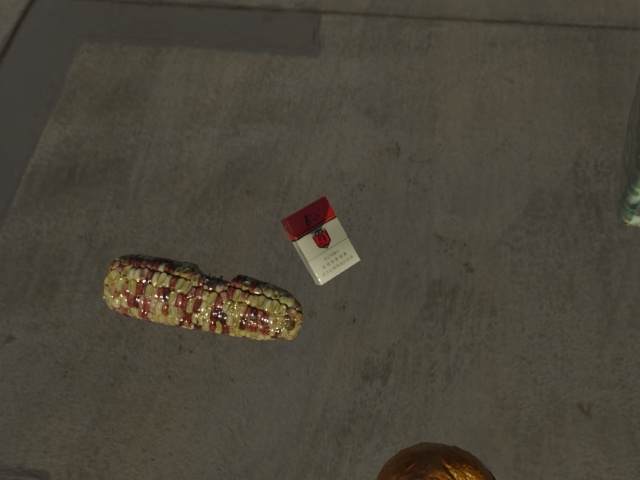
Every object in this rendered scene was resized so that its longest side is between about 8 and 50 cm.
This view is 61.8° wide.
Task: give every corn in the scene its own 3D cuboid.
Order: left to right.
[{"bbox_3d":[-0.163,0.082,0.764,0.290,0.098,0.098,9,61,6],"label":"corn"}]

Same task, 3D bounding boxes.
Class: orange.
[{"bbox_3d":[0.188,0.439,0.861,0.219,0.193,0.219,22,24,-10],"label":"orange"}]

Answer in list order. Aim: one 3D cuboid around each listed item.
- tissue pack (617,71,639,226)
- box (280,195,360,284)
[{"bbox_3d":[0.548,-0.167,0.826,0.128,0.311,0.227,6,78,24],"label":"tissue pack"},{"bbox_3d":[0.000,0.000,1.083,0.100,0.048,0.152,-32,100,-19],"label":"box"}]
